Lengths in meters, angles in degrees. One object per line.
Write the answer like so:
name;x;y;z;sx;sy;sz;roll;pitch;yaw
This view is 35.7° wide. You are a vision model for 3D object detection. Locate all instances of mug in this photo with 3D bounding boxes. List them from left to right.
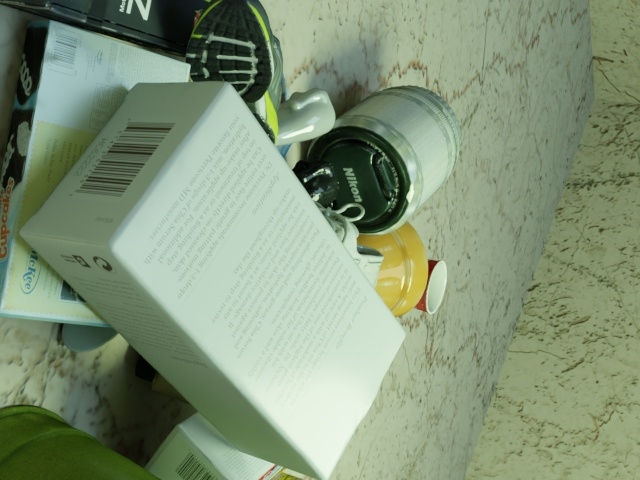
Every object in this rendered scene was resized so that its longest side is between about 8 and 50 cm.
mug;0.165;0.064;2.067;0.113;0.169;0.150;-38;134;-54

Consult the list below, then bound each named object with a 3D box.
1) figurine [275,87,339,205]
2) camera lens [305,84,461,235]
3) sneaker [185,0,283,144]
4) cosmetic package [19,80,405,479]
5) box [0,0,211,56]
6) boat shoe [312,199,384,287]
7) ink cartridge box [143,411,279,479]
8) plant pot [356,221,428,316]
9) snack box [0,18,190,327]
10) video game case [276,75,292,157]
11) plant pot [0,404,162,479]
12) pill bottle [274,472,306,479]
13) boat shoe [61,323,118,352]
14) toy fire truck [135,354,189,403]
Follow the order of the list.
figurine;-0.069;-0.114;1.566;0.209;0.092;0.214;-37;137;-38
camera lens;0.118;-0.150;1.805;0.274;0.219;0.219;-41;137;-52
sneaker;-0.100;-0.230;1.259;0.300;0.111;0.121;96;3;-68
cosmetic package;-0.099;0.056;1.149;0.230;0.162;0.453;-58;133;-26
box;-0.205;-0.429;1.135;0.318;0.097;0.394;2;101;-64
boat shoe;0.007;0.004;1.559;0.367;0.136;0.156;25;91;-56
ink cartridge box;-0.137;0.325;1.451;0.272;0.130;0.309;-52;168;32
plant pot;0.062;0.054;1.841;0.188;0.205;0.205;-7;108;-47
snack box;-0.263;-0.067;1.127;0.187;0.060;0.321;12;87;-42
video game case;-0.079;-0.200;1.607;0.119;0.015;0.166;-63;152;-30
plant pot;-0.249;0.412;1.126;0.366;0.353;0.366;-41;137;-53
pill bottle;-0.052;0.471;1.894;0.043;0.083;0.043;-40;137;-53
boat shoe;-0.261;0.073;1.291;0.183;0.065;0.083;-49;-178;-14
toy fire truck;-0.148;0.131;1.495;0.246;0.159;0.217;39;70;-85
